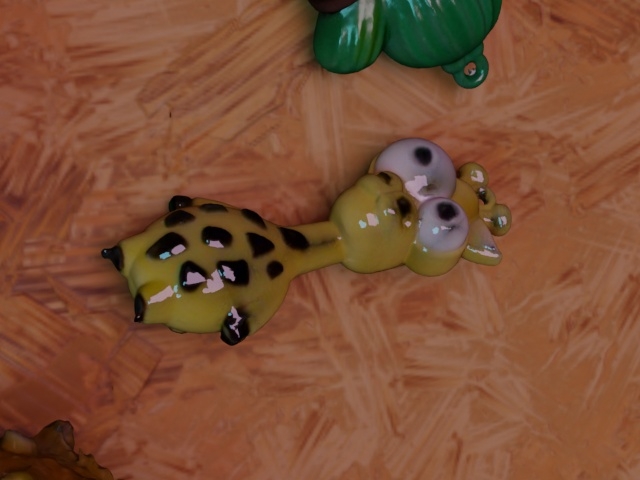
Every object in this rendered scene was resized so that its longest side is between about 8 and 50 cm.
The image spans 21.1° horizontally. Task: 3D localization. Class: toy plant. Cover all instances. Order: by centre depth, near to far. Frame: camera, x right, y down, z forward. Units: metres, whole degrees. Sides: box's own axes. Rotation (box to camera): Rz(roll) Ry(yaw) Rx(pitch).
[{"bbox_3d":[0.049,-0.176,1.168,0.143,0.105,0.200,-34,113,-11],"label":"toy plant"}]

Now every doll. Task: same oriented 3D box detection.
[{"bbox_3d":[0.000,0.000,1.151,0.291,0.086,0.117,-14,65,-24],"label":"doll"}]

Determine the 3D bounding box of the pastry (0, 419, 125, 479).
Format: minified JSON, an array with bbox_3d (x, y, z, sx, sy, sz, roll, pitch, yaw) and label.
[{"bbox_3d":[-0.174,0.315,0.935,0.405,0.337,0.292,-55,147,-24],"label":"pastry"}]
